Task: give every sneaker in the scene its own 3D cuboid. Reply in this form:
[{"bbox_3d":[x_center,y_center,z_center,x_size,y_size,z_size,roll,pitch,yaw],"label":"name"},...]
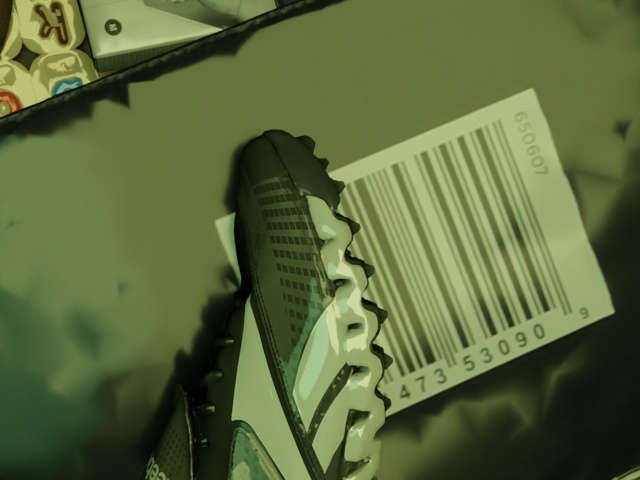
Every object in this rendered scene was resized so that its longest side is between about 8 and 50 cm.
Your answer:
[{"bbox_3d":[-0.026,0.074,0.375,0.106,0.078,0.234,-9,98,-11],"label":"sneaker"}]

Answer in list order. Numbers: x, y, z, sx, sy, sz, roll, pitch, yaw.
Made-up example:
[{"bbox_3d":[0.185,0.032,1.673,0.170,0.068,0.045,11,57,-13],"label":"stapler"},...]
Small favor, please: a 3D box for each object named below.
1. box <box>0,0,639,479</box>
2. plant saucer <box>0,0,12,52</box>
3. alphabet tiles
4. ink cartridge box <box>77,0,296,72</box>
[{"bbox_3d":[0.000,0.000,0.652,0.480,0.472,0.297,-23,98,-7],"label":"box"},{"bbox_3d":[-0.412,-0.217,0.740,0.311,0.050,0.310,-2,101,-11],"label":"plant saucer"},{"bbox_3d":[-0.252,-0.238,0.828,0.284,0.021,0.277,-14,96,-16],"label":"alphabet tiles"},{"bbox_3d":[-0.111,-0.275,0.791,0.224,0.045,0.223,-16,87,-14],"label":"ink cartridge box"}]
